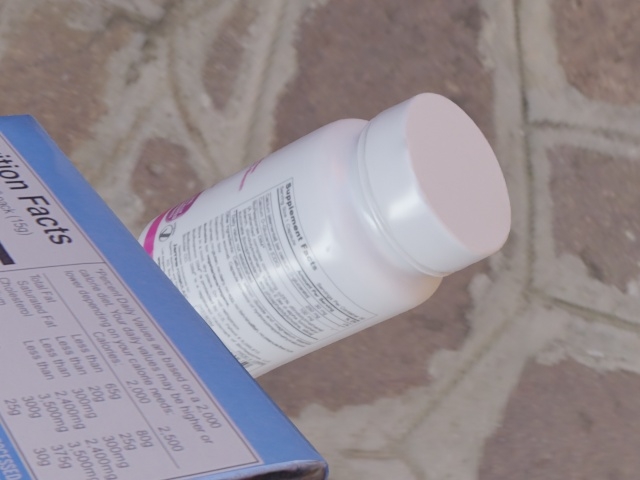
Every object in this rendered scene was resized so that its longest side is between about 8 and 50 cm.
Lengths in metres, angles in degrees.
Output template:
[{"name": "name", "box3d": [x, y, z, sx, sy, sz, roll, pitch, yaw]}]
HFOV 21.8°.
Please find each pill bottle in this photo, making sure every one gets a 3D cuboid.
[{"name": "pill bottle", "box3d": [0.000, 0.000, 1.328, 0.283, 0.160, 0.160, -26, 75, 33]}]

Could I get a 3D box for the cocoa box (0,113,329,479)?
[{"name": "cocoa box", "box3d": [-0.168, 0.164, 0.542, 0.231, 0.228, 0.347, 44, 133, 46]}]
